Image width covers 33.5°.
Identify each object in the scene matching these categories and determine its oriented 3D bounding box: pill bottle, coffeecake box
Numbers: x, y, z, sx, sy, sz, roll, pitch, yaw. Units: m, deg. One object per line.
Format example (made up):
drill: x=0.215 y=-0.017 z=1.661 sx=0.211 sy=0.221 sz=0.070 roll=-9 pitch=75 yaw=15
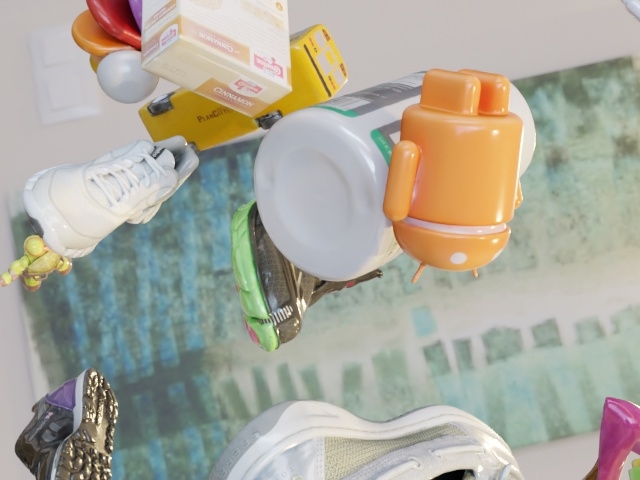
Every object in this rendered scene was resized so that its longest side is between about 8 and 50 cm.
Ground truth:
pill bottle: x=0.106 y=-0.098 z=1.320 sx=0.204 sy=0.361 sz=0.204 roll=18 pitch=-62 yaw=37
coffeecake box: x=-0.106 y=-0.239 z=1.083 sx=0.142 sy=0.068 sz=0.186 roll=20 pitch=55 yaw=-40

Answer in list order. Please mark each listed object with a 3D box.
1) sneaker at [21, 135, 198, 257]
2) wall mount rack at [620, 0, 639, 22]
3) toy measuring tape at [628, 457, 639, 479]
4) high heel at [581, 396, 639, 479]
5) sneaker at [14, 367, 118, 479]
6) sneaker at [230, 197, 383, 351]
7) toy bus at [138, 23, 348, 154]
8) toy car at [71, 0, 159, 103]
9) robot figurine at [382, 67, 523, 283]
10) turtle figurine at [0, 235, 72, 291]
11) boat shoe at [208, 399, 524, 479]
sneaker: x=-0.237 y=-0.065 z=1.228 sx=0.110 sy=0.118 sz=0.292 roll=59 pitch=22 yaw=-5
wall mount rack: x=0.320 y=-0.434 z=1.249 sx=0.350 sy=0.304 sz=0.130 roll=-57 pitch=-168 yaw=35
toy measuring tape: x=0.419 y=0.303 z=1.307 sx=0.330 sy=0.121 sz=0.121 roll=97 pitch=-18 yaw=-72
high heel: x=0.393 y=0.329 z=1.548 sx=0.244 sy=0.117 sz=0.082 roll=-53 pitch=-173 yaw=34
sneaker: x=-0.359 y=0.300 z=1.451 sx=0.107 sy=0.124 sz=0.283 roll=60 pitch=11 yaw=-25
sneaker: x=0.000 y=0.000 z=1.580 sx=0.483 sy=0.202 sz=0.185 roll=-59 pitch=141 yaw=-60
toy bus: x=-0.131 y=-0.235 z=1.720 sx=0.108 sy=0.332 sz=0.130 roll=61 pitch=34 yaw=-20
toy car: x=-0.215 y=-0.269 z=1.288 sx=0.136 sy=0.181 sz=0.159 roll=57 pitch=16 yaw=-50
robot figurine: x=0.141 y=-0.064 z=1.093 sx=0.158 sy=0.128 sz=0.220 roll=-39 pitch=136 yaw=-71
turtle figurine: x=-0.526 y=0.025 z=2.042 sx=0.087 sy=0.269 sz=0.217 roll=44 pitch=-16 yaw=6
boat shoe: x=0.059 y=0.185 z=0.752 sx=0.320 sy=0.118 sz=0.103 roll=23 pitch=18 yaw=-52
